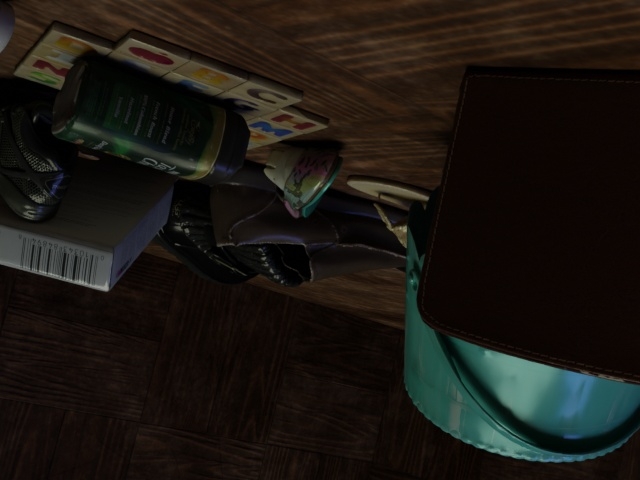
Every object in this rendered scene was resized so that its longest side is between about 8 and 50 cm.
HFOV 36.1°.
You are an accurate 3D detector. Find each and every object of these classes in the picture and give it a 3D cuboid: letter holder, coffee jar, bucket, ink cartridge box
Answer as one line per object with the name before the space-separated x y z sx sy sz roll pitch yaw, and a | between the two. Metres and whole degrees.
letter holder | 0.248 0.005 0.719 0.302 0.214 0.152 8 170 33
coffee jar | -0.167 -0.114 0.982 0.184 0.079 0.096 17 171 -27
bucket | 0.210 0.072 0.959 0.281 0.183 0.281 4 -154 -2
ink cartridge box | -0.375 -0.057 1.296 0.324 0.071 0.330 13 -160 4

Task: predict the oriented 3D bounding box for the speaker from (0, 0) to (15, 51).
speaker | -0.322 -0.199 0.809 0.055 0.055 0.136 7 169 38

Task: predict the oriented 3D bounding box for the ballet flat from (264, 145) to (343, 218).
ballet flat | -0.029 -0.075 1.169 0.079 0.076 0.221 33 171 -2

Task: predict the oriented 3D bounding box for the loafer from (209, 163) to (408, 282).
loafer | 0.000 0.000 1.391 0.366 0.130 0.134 16 171 -23

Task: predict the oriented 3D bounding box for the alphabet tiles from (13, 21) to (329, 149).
alphabet tiles | -0.164 -0.152 1.038 0.285 0.011 0.342 17 171 -25

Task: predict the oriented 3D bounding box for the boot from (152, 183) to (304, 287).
boot | -0.109 0.010 1.634 0.260 0.131 0.348 9 170 28

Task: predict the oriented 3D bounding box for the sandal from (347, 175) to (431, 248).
sandal | 0.141 -0.013 1.256 0.240 0.079 0.088 16 171 -17

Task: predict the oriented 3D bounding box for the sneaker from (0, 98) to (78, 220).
sneaker | -0.366 -0.143 1.154 0.227 0.130 0.087 45 -154 18
